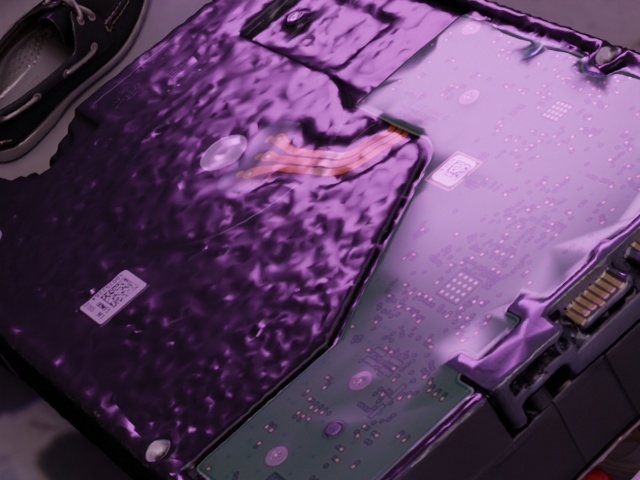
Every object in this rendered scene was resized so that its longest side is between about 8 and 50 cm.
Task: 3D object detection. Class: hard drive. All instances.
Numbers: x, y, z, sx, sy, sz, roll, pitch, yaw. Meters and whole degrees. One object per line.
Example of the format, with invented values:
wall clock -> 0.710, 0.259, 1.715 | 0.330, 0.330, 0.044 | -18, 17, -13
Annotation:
hard drive -> 0.000, 0.000, 0.756 | 0.237, 0.064, 0.339 | -42, 34, -14

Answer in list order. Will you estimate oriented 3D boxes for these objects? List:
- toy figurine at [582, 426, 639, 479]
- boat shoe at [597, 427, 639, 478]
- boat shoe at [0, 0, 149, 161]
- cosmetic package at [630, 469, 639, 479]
toy figurine -> 0.259, 0.121, 0.734 | 0.362, 0.191, 0.217 | -22, 101, -26
boat shoe -> 0.071, 0.052, 0.812 | 0.170, 0.059, 0.063 | 10, 65, 11
boat shoe -> -0.126, -0.094, 0.921 | 0.046, 0.038, 0.125 | 33, 72, 21
cosmetic package -> 0.126, 0.287, 0.520 | 0.284, 0.097, 0.377 | -42, 108, -27
